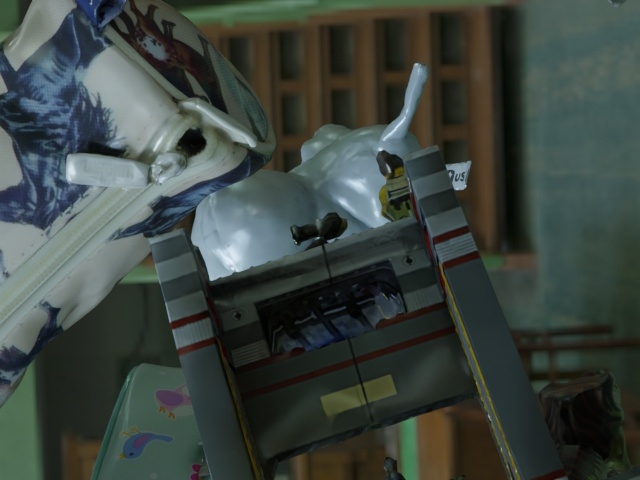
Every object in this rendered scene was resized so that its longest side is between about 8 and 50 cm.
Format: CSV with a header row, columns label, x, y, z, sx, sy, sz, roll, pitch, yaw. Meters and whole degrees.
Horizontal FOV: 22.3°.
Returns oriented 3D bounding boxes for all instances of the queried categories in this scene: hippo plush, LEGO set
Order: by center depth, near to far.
label,x,y,z,sx,sy,sz,roll,pitch,yaw
LEGO set,0.091,0.063,0.551,0.255,0.331,0.192,57,-167,-58
hippo plush,0.000,0.000,1.634,0.234,0.236,0.294,66,159,1

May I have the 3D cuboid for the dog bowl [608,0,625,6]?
label,x,y,z,sx,sy,sz,roll,pitch,yaw
dog bowl,0.033,-0.245,0.714,0.102,0.349,0.349,-50,18,11

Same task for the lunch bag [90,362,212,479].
label,x,y,z,sx,sy,sz,roll,pitch,yaw
lunch bag,-0.088,0.229,1.130,0.224,0.108,0.279,-72,-16,-52

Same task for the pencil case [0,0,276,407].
label,x,y,z,sx,sy,sz,roll,pitch,yaw
pencil case,-0.211,0.029,0.947,0.410,0.160,0.183,-46,20,7
